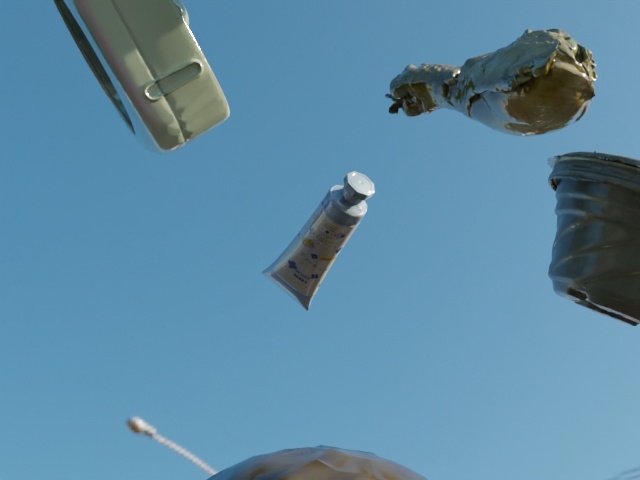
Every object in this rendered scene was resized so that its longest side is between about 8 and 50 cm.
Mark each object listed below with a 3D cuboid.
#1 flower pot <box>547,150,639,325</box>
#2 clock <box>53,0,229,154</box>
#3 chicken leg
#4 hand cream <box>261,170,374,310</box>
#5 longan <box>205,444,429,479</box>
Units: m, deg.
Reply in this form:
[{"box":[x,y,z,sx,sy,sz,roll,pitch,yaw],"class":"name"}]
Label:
[{"box":[0.322,0.012,1.002,0.235,0.235,0.140,24,-92,-34],"class":"flower pot"},{"box":[-0.229,-0.243,1.169,0.108,0.324,0.265,-32,-73,-9],"class":"clock"},{"box":[0.253,-0.241,1.532,0.201,0.429,0.153,-29,-69,-32],"class":"chicken leg"},{"box":[0.000,0.000,0.995,0.065,0.043,0.171,41,-54,7],"class":"hand cream"},{"box":[0.008,0.364,0.815,0.391,0.391,0.391,-6,-40,-5],"class":"longan"}]
